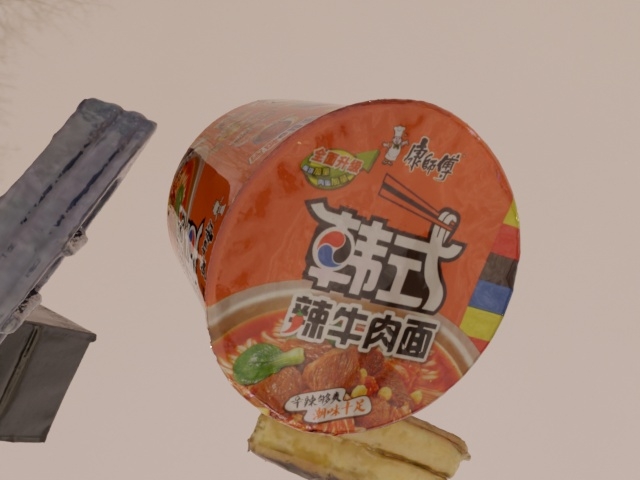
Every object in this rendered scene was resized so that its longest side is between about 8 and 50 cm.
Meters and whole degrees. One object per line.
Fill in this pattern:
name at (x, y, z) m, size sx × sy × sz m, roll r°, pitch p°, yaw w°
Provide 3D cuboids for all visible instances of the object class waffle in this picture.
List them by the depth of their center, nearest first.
waffle at (0.038, 0.234, 0.918) m, size 0.213 × 0.308 × 0.091 m, roll 18°, pitch -105°, yaw 6°

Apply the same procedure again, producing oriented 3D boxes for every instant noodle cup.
instant noodle cup at (0.000, 0.000, 0.652) m, size 0.192 × 0.250 × 0.250 m, roll 34°, pitch -69°, yaw 59°

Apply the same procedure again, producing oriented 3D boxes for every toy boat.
toy boat at (-0.252, -0.008, 0.747) m, size 0.078 × 0.127 × 0.283 m, roll 36°, pitch -90°, yaw -8°

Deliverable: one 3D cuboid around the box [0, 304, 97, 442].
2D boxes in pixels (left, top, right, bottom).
box at (-0.597, 0.164, 1.341) m, size 0.345 × 0.251 × 0.204 m, roll 21°, pitch -94°, yaw 31°
